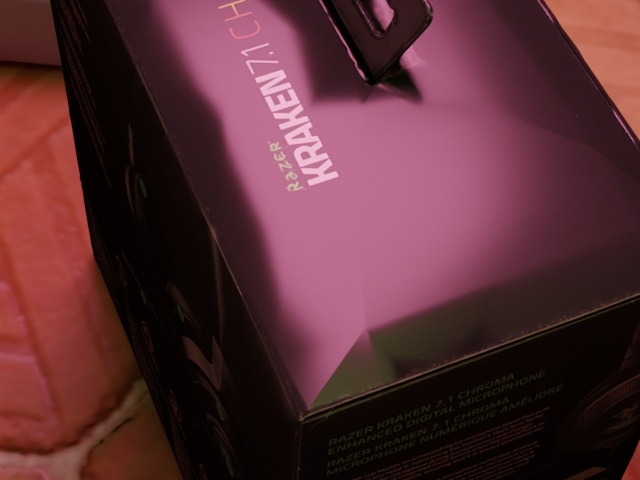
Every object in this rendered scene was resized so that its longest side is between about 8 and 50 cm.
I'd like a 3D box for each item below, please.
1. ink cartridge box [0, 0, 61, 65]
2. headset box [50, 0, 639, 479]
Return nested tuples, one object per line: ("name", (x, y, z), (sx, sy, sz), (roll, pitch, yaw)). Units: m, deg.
("ink cartridge box", (-0.106, -0.176, 0.799), (0.311, 0.065, 0.186), (4, 55, 2))
("headset box", (0.000, 0.000, 0.547), (0.131, 0.283, 0.246), (-19, 58, -14))
